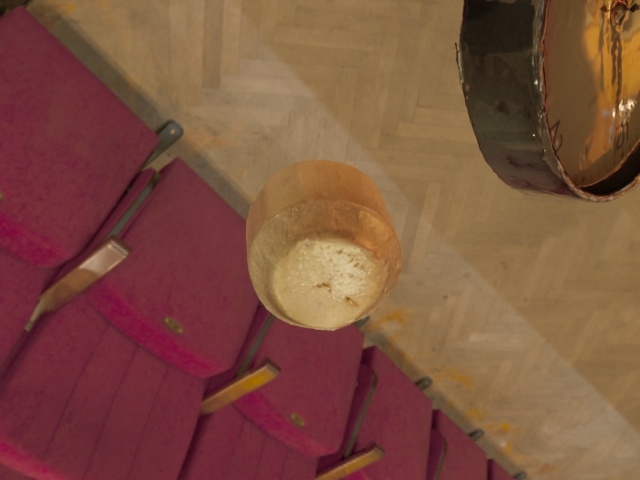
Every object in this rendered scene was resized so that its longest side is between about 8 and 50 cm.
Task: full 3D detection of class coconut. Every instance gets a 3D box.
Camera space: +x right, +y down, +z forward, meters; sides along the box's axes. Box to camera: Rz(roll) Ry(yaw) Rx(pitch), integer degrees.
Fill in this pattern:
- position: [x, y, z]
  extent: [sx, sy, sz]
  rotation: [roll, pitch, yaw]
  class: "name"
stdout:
- position: [0.000, 0.000, 0.830]
  extent: [0.237, 0.266, 0.238]
  rotation: [-3, 124, -4]
  class: "coconut"

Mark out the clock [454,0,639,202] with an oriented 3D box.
- position: [0.228, -0.180, 0.410]
  extent: [0.312, 0.061, 0.313]
  rotation: [-15, 116, -35]
  class: "clock"
